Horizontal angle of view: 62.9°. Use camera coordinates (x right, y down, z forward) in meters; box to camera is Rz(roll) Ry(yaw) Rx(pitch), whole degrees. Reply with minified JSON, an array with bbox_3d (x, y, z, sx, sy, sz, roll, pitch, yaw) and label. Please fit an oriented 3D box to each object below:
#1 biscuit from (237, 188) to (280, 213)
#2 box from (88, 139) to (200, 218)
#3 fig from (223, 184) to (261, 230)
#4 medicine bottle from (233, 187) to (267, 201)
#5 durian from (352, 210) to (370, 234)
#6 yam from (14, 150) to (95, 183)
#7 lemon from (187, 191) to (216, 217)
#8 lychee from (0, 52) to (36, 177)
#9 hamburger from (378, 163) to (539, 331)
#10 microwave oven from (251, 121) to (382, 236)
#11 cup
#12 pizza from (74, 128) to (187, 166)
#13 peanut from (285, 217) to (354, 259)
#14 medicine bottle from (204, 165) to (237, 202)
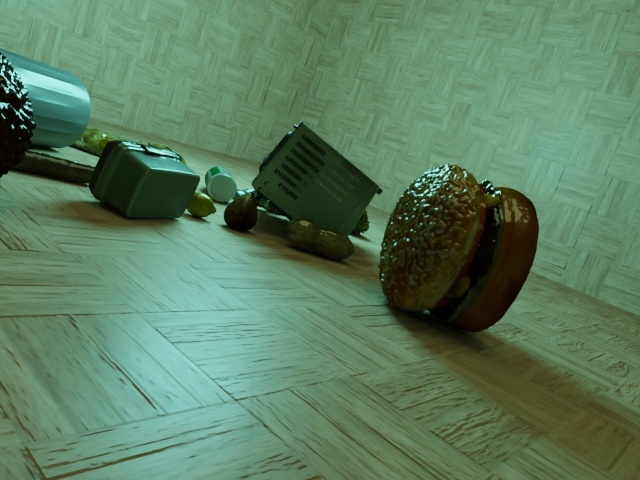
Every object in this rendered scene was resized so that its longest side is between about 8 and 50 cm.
[{"bbox_3d":[-0.210,-0.137,1.824,0.183,0.039,0.174,26,10,38],"label":"biscuit"},{"bbox_3d":[-0.380,-0.127,1.145,0.129,0.148,0.210,34,14,18],"label":"box"},{"bbox_3d":[-0.191,-0.088,1.329,0.089,0.125,0.089,23,7,-3],"label":"fig"},{"bbox_3d":[-0.201,-0.155,1.753,0.191,0.051,0.051,-15,30,-39],"label":"medicine bottle"},{"bbox_3d":[0.106,-0.065,1.953,0.108,0.119,0.186,-24,12,-16],"label":"durian"},{"bbox_3d":[-0.627,-0.174,1.180,0.241,0.057,0.057,11,13,-37],"label":"yam"},{"bbox_3d":[-0.300,-0.088,1.307,0.083,0.062,0.062,21,9,-11],"label":"lemon"},{"bbox_3d":[-0.597,-0.214,0.816,0.275,0.276,0.304,10,-15,-43],"label":"lychee"},{"bbox_3d":[0.269,0.012,1.089,0.250,0.330,0.330,17,10,-5],"label":"hamburger"},{"bbox_3d":[-0.021,-0.162,1.569,0.333,0.247,0.394,37,7,-8],"label":"microwave oven"},{"bbox_3d":[-0.863,-0.375,1.415,0.323,0.237,0.327,-9,2,17],"label":"cup"},{"bbox_3d":[-0.633,-0.311,1.869,0.435,0.080,0.392,22,10,5],"label":"pizza"},{"bbox_3d":[0.000,0.000,1.357,0.193,0.089,0.089,22,9,-10],"label":"peanut"},{"bbox_3d":[-0.335,-0.193,1.734,0.095,0.095,0.260,16,12,-19],"label":"medicine bottle"}]
